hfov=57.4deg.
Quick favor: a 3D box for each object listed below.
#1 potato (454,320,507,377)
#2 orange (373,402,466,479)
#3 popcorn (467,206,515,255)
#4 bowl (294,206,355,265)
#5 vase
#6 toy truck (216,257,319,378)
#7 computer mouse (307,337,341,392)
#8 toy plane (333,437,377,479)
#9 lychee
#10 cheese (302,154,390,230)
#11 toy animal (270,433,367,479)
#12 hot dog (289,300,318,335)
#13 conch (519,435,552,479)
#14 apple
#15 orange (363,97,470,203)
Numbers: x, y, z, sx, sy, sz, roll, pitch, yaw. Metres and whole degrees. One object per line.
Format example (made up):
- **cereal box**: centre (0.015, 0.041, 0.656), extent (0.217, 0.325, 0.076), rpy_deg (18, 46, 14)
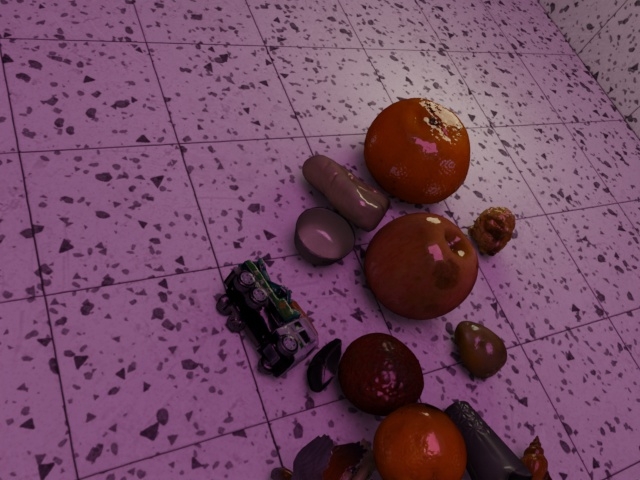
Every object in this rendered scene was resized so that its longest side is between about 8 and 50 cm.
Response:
- **potato**: centre (0.530, 0.357, 1.962), extent (0.157, 0.157, 0.194), rpy_deg (-16, 53, -31)
- **orange**: centre (0.259, 0.549, 1.523), extent (0.246, 0.246, 0.246), rpy_deg (12, 55, -17)
- **popcorn**: centre (0.668, -0.041, 2.262), extent (0.140, 0.194, 0.163), rpy_deg (1, 17, -29)
- **bowl**: centre (0.000, 0.000, 1.969), extent (0.212, 0.112, 0.211), rpy_deg (12, 56, -18)
- **vase**: centre (0.473, 0.623, 1.713), extent (0.156, 0.251, 0.300), rpy_deg (-22, 40, -9)
- **toy truck**: centre (-0.157, 0.215, 1.726), extent (0.178, 0.176, 0.363), rpy_deg (-16, 64, -45)
- **computer mouse**: centre (0.006, 0.364, 1.733), extent (0.062, 0.106, 0.192), rpy_deg (36, 46, -14)
- **toy plane**: centre (0.095, 0.660, 1.581), extent (0.229, 0.092, 0.244), rpy_deg (34, 56, 16)
- **lychee**: centre (0.175, 0.396, 1.717), extent (0.255, 0.300, 0.255), rpy_deg (-1, 82, 5)
- **cheese**: centre (0.084, -0.164, 2.013), extent (0.351, 0.129, 0.328), rpy_deg (33, 15, -5)
- **toy animal**: centre (0.012, 0.672, 1.469), extent (0.302, 0.225, 0.284), rpy_deg (-31, 62, 9)
- **hot dog**: centre (-0.057, 0.249, 1.832), extent (0.137, 0.028, 0.044), rpy_deg (55, 28, 13)
- **conch**: centre (0.634, 0.760, 1.777), extent (0.109, 0.093, 0.330), rpy_deg (28, 70, -27)
- **apple**: centre (0.335, 0.078, 1.931), extent (0.364, 0.364, 0.363), rpy_deg (12, 55, -17)
- **orange**: centre (0.377, -0.346, 2.228), extent (0.424, 0.326, 0.423), rpy_deg (12, 53, -17)
